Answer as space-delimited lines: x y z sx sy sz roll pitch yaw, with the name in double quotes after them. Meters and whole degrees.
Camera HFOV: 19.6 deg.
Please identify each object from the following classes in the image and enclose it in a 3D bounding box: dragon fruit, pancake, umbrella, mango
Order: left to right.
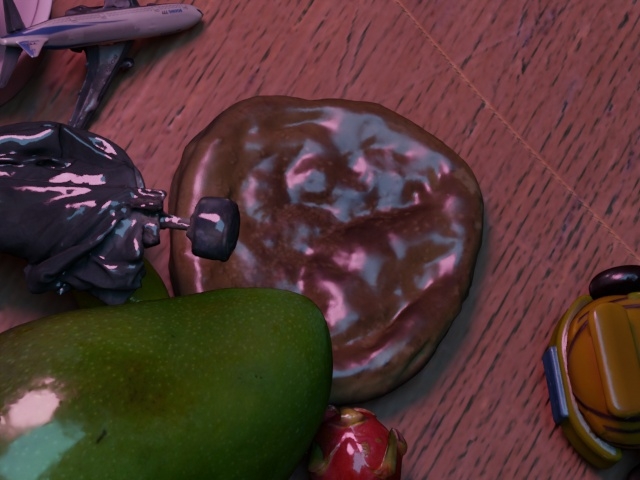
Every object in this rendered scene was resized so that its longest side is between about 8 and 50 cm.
-0.233 -0.026 1.479 0.349 0.094 0.143 6 90 9 "umbrella"
-0.156 0.151 1.398 0.382 0.201 0.225 -29 97 -20 "mango"
-0.169 0.040 1.519 0.073 0.056 0.108 -38 74 -24 "mango"
0.000 0.000 1.570 0.294 0.049 0.294 3 69 -8 "pancake"
0.027 0.190 1.489 0.086 0.081 0.116 9 67 -18 "dragon fruit"

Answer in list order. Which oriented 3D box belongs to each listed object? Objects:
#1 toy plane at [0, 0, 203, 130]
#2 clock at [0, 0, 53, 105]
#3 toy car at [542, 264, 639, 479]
-0.186 -0.180 1.562 0.058 0.226 0.226 19 25 30 "toy plane"
-0.327 -0.201 1.573 0.197 0.068 0.197 3 69 -9 "clock"
0.318 0.100 1.541 0.248 0.142 0.200 -8 73 -12 "toy car"
